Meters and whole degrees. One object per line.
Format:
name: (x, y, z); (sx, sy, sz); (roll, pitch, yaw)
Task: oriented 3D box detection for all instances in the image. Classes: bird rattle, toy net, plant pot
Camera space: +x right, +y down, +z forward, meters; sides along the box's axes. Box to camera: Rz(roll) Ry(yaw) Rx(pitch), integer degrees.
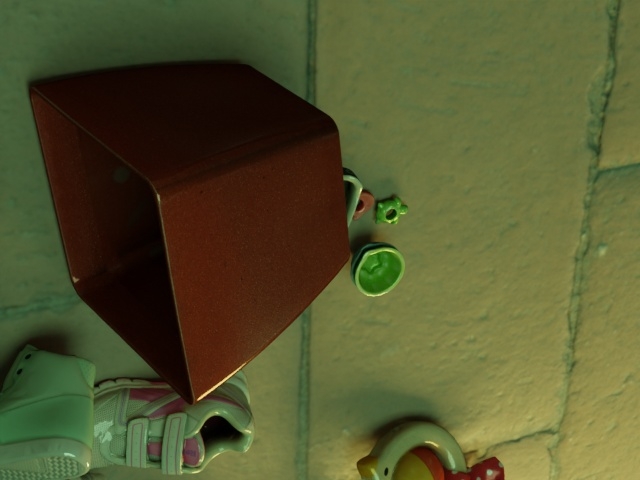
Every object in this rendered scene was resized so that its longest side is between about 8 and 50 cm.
bird rattle: (0.145, 0.342, 1.995); (0.254, 0.143, 0.207); (-26, 109, -22)
toy net: (0.000, 0.000, 1.753); (0.232, 0.045, 0.122); (3, 118, -29)
plant pot: (-0.117, -0.040, 1.542); (0.236, 0.267, 0.267); (-25, 129, -25)

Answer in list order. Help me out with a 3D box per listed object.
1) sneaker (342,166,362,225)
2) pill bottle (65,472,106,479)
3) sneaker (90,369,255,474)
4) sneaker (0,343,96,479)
sneaker: (-0.017, -0.005, 1.676); (0.064, 0.086, 0.192); (37, 76, -23)
pill bottle: (-0.334, 0.306, 1.742); (0.160, 0.087, 0.087); (5, 117, -31)
sneaker: (-0.187, 0.223, 1.751); (0.252, 0.111, 0.103); (-15, 125, -19)
sneaker: (-0.363, 0.197, 1.663); (0.256, 0.151, 0.094); (-7, 143, 17)
